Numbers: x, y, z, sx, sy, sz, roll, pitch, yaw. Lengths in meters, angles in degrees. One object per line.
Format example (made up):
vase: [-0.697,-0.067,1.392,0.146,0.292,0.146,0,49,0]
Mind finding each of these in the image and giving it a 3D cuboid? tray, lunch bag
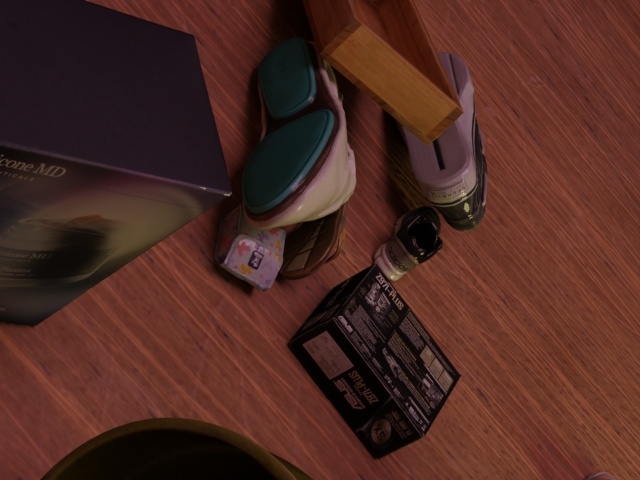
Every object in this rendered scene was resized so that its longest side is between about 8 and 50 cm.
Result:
tray: [0.061,-0.307,2.066,0.203,0.076,0.411,37,20,-28]
lunch bag: [-0.081,0.012,1.748,0.071,0.053,0.083,32,44,-24]

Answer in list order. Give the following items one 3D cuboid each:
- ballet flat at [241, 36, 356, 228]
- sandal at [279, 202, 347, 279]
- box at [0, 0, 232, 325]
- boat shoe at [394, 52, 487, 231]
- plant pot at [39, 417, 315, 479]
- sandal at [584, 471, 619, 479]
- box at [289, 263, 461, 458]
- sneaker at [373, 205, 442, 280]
ballet flat: [-0.011,-0.110,1.840,0.139,0.139,0.400,41,25,-24]
sandal: [0.000,0.000,1.860,0.180,0.072,0.049,-65,139,-56]
box: [-0.291,-0.070,1.326,0.296,0.294,0.182,11,55,-47]
boat shoe: [0.171,-0.138,2.152,0.335,0.121,0.119,-88,161,-49]
plant pot: [-0.042,0.357,1.295,0.353,0.366,0.366,24,45,-55]
sandal: [0.377,0.384,2.013,0.102,0.076,0.265,58,33,0]
box: [0.067,0.143,1.808,0.180,0.077,0.147,53,34,-8]
sneaker: [0.134,-0.005,2.016,0.063,0.075,0.170,54,33,-5]
